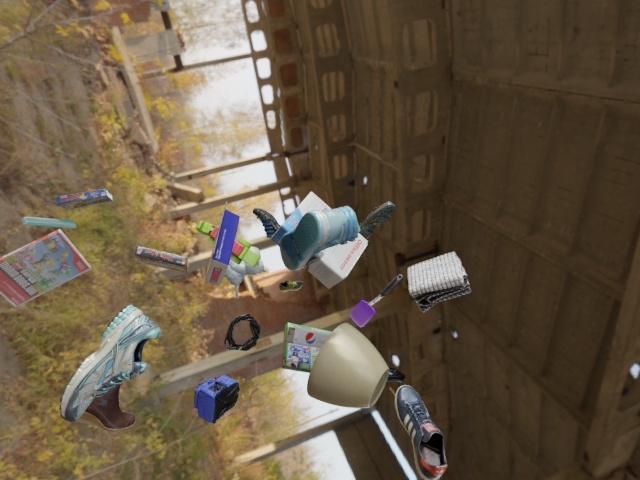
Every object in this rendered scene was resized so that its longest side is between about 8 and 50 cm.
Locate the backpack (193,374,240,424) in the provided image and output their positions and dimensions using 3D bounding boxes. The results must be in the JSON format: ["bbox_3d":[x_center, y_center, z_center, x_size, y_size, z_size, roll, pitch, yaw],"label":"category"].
[{"bbox_3d":[-0.296,0.441,1.210,0.101,0.120,0.098,21,-73,26],"label":"backpack"}]

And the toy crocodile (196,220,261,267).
[{"bbox_3d":[-0.426,0.010,1.959,0.340,0.115,0.105,35,-8,14],"label":"toy crocodile"}]

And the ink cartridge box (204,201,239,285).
[{"bbox_3d":[-0.332,0.024,1.419,0.371,0.069,0.176,130,-29,-64],"label":"ink cartridge box"}]

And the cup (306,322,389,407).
[{"bbox_3d":[0.135,0.533,1.692,0.236,0.331,0.331,23,-41,25],"label":"cup"}]

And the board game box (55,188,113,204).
[{"bbox_3d":[-1.045,-0.181,1.874,0.136,0.201,0.035,158,-81,-73],"label":"board game box"}]

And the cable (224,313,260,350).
[{"bbox_3d":[-0.343,0.414,1.886,0.047,0.150,0.185,-130,-121,-71],"label":"cable"}]

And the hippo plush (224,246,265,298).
[{"bbox_3d":[-0.465,0.144,2.496,0.234,0.236,0.295,51,23,-59],"label":"hippo plush"}]

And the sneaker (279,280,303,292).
[{"bbox_3d":[-0.100,0.151,1.416,0.035,0.083,0.031,80,-8,-48],"label":"sneaker"}]

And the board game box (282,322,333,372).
[{"bbox_3d":[-0.027,0.532,2.036,0.046,0.316,0.214,-49,-148,47],"label":"board game box"}]

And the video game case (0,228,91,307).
[{"bbox_3d":[-1.020,0.103,1.515,0.025,0.285,0.204,44,-23,42],"label":"video game case"}]

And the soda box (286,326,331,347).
[{"bbox_3d":[-0.031,0.414,1.778,0.073,0.215,0.069,-14,-115,60],"label":"soda box"}]

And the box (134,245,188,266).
[{"bbox_3d":[-0.752,0.093,2.011,0.159,0.232,0.044,132,-29,-66],"label":"box"}]

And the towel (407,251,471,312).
[{"bbox_3d":[0.499,0.172,1.785,0.284,0.234,0.122,-66,135,-68],"label":"towel"}]

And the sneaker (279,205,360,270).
[{"bbox_3d":[0.008,-0.004,1.330,0.319,0.208,0.127,-38,-111,56],"label":"sneaker"}]

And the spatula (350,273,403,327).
[{"bbox_3d":[0.247,0.241,1.781,0.084,0.296,0.030,42,-21,22],"label":"spatula"}]

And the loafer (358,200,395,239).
[{"bbox_3d":[0.259,-0.107,2.107,0.267,0.096,0.084,-47,-140,25],"label":"loafer"}]

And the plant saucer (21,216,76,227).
[{"bbox_3d":[-1.138,-0.076,1.770,0.067,0.191,0.018,30,-71,42],"label":"plant saucer"}]

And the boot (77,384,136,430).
[{"bbox_3d":[-0.821,0.637,1.664,0.207,0.248,0.090,-62,-147,5],"label":"boot"}]

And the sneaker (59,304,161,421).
[{"bbox_3d":[-0.484,0.299,0.981,0.122,0.283,0.110,31,-12,-4],"label":"sneaker"}]

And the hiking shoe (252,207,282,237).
[{"bbox_3d":[-0.321,-0.082,2.644,0.304,0.132,0.113,39,10,4],"label":"hiking shoe"}]

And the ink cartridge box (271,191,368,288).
[{"bbox_3d":[0.000,0.000,1.647,0.307,0.223,0.129,41,-37,-5],"label":"ink cartridge box"}]

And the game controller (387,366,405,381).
[{"bbox_3d":[0.273,0.687,2.166,0.166,0.318,0.067,157,-63,-68],"label":"game controller"}]

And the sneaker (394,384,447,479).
[{"bbox_3d":[0.395,0.712,1.611,0.148,0.131,0.350,104,-27,-50],"label":"sneaker"}]
